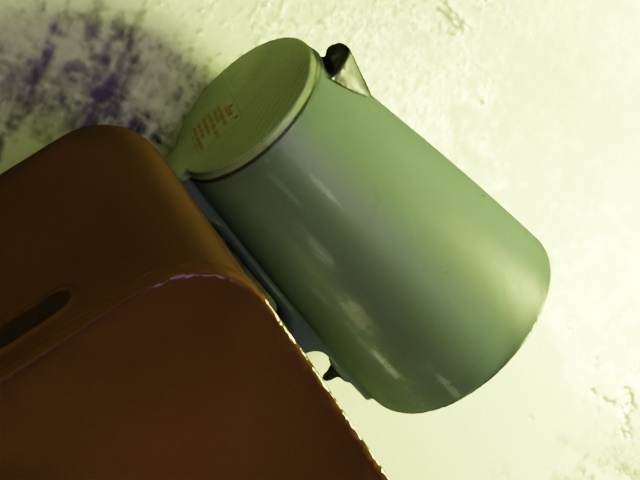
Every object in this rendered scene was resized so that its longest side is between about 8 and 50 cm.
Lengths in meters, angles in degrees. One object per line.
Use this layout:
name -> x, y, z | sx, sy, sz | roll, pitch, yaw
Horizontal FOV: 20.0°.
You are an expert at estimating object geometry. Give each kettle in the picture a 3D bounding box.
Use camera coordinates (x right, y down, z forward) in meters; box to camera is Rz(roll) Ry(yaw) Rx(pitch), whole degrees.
kettle -> 0.000, 0.000, 1.214 | 0.210, 0.160, 0.243 | -39, 121, 13

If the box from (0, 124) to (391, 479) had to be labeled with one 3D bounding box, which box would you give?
box -> -0.106, 0.133, 1.067 | 0.239, 0.229, 0.339 | -33, 123, -1
